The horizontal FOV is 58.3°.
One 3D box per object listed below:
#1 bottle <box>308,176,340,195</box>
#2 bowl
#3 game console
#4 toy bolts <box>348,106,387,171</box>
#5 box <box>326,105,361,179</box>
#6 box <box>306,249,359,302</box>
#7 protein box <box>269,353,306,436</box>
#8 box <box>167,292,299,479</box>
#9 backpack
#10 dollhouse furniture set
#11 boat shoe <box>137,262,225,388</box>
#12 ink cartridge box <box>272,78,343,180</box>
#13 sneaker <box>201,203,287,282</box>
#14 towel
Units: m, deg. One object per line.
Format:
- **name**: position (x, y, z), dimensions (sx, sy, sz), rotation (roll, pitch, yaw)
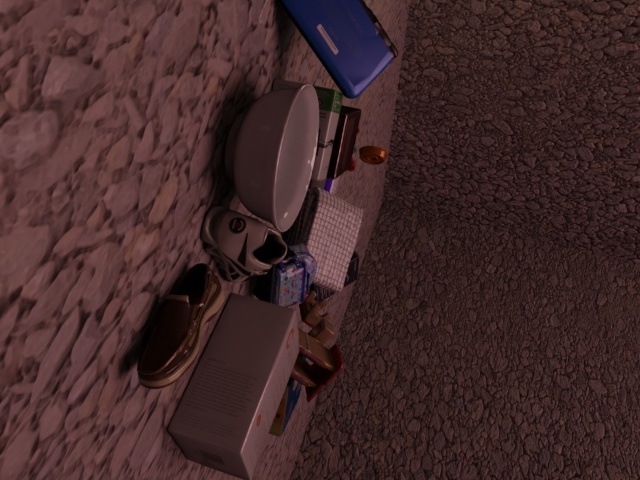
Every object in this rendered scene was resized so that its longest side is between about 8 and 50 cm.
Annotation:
- **bottle**: position (0.004, -0.155, 1.892), dimensions (0.118, 0.092, 0.283), rotation (48, 57, -80)
- **bowl**: position (-0.105, -0.174, 1.156), dimensions (0.298, 0.134, 0.298), rotation (12, 90, -80)
- **game console**: position (0.032, -0.511, 1.322), dimensions (0.250, 0.173, 0.293), rotation (-48, 119, -14)
- **toy bolts**: position (0.128, -0.359, 2.060), dimensions (0.228, 0.218, 0.159), rotation (130, -28, -71)
- **box**: position (-0.004, -0.268, 1.484), dimensions (0.203, 0.168, 0.167), rotation (-47, 149, -69)
- **box**: position (0.029, 0.112, 2.067), dimensions (0.207, 0.108, 0.153), rotation (-30, 148, -22)
- **protein box**: position (-0.143, 0.454, 1.788), dimensions (0.201, 0.135, 0.200), rotation (-56, 158, -63)
- **box**: position (-0.183, 0.334, 1.328), dimensions (0.215, 0.168, 0.345), rotation (90, 18, -53)
- **backpack**: position (-0.079, 0.092, 1.536), dimensions (0.173, 0.116, 0.158), rotation (-12, 121, -40)
- **dollhouse furniture set**: position (-0.074, 0.275, 1.730), dimensions (0.152, 0.201, 0.374), rotation (-45, -157, 13)
- **boat shoe**: position (-0.247, 0.132, 0.983), dimensions (0.257, 0.095, 0.095), rotation (-72, 157, -55)
- **ink cartridge box**: position (-0.046, -0.253, 1.330), dimensions (0.087, 0.152, 0.209), rotation (-32, 134, -74)
- **sneaker**: position (-0.140, 0.031, 1.233), dimensions (0.330, 0.146, 0.123), rotation (70, 33, -74)
- **towel**: position (0.000, 0.000, 1.765), dimensions (0.235, 0.121, 0.284), rotation (24, 78, -47)
